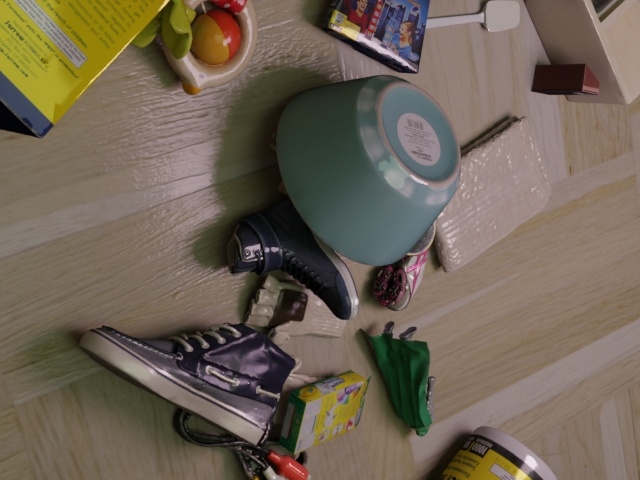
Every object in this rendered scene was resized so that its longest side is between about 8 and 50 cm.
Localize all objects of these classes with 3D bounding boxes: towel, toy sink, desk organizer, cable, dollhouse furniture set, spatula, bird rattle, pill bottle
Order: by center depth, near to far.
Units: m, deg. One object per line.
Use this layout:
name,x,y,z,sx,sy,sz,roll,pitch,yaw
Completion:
bird rattle,-0.168,-0.334,1.634,0.253,0.143,0.207,-43,131,-35
cable,-0.108,0.344,1.794,0.139,0.072,0.287,-48,120,-18
dollhouse furniture set,-0.036,-0.146,1.795,0.081,0.091,0.114,44,41,10
spatula,0.254,-0.445,1.930,0.242,0.019,0.168,-13,106,-32
towel,0.299,-0.089,2.006,0.282,0.049,0.187,-33,113,-24
pill bottle,0.268,0.520,2.007,0.334,0.188,0.188,-50,121,-17
desk organizer,0.452,-0.295,2.021,0.047,0.130,0.050,5,94,-34
toy sink,0.509,-0.383,2.031,0.131,0.152,0.234,-42,117,-21

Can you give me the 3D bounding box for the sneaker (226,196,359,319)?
sneaker,-0.052,0.049,1.731,0.163,0.086,0.226,-23,73,-31

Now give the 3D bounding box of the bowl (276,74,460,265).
bowl,0.099,-0.134,1.714,0.311,0.163,0.312,21,55,-33

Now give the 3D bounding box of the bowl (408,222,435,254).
bowl,0.106,-0.041,1.849,0.170,0.080,0.170,21,55,-33

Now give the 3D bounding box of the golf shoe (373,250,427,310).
golf shoe,0.151,0.032,1.925,0.086,0.067,0.186,26,85,-58

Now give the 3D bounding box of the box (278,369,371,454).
box,0.012,0.283,1.848,0.179,0.043,0.105,-10,121,-47

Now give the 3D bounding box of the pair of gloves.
pair of gloves,-0.054,0.186,1.821,0.204,0.042,0.240,21,87,-35

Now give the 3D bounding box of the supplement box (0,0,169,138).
supplement box,-0.346,-0.331,1.442,0.356,0.194,0.195,-51,121,-16

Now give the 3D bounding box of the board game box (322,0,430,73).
board game box,0.107,-0.401,1.810,0.194,0.060,0.194,22,88,-33

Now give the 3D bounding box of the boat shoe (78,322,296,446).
boat shoe,-0.193,0.175,1.675,0.340,0.127,0.158,35,75,-31

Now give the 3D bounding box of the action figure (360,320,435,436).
action figure,0.157,0.253,1.943,0.063,0.137,0.232,-38,126,-37
